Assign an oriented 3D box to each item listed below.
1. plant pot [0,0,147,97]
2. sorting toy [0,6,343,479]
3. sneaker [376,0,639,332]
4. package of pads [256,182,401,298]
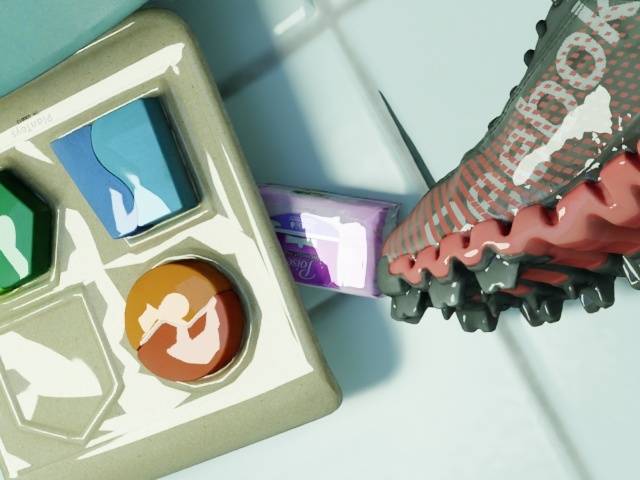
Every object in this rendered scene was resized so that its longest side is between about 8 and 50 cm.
[{"bbox_3d":[-0.159,-0.167,0.777,0.234,0.165,0.165,-18,111,23],"label":"plant pot"},{"bbox_3d":[-0.161,0.037,0.848,0.307,0.041,0.229,-23,91,25],"label":"sorting toy"},{"bbox_3d":[0.127,-0.050,0.712,0.276,0.098,0.135,-31,61,40],"label":"sneaker"},{"bbox_3d":[0.000,0.000,0.814,0.083,0.032,0.050,9,101,25],"label":"package of pads"}]
